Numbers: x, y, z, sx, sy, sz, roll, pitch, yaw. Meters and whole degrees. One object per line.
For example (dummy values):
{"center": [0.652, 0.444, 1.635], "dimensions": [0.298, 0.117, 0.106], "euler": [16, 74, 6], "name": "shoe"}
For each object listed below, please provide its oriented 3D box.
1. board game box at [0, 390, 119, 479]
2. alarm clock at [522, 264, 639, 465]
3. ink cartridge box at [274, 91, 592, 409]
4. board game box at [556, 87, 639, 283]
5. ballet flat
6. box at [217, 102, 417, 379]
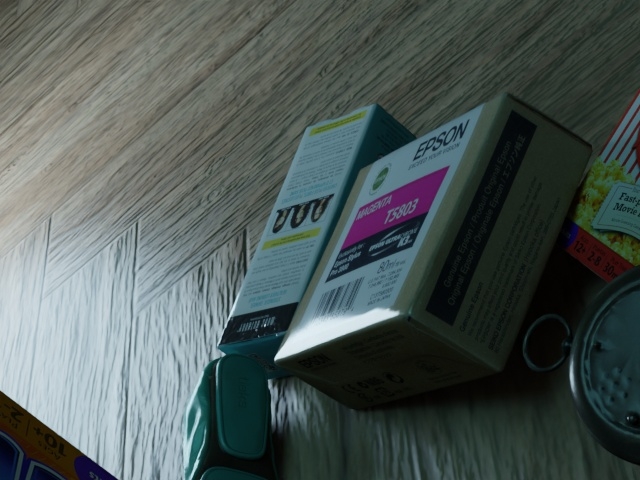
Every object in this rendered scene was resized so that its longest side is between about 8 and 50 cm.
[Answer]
{"center": [-0.398, 0.314, 1.288], "dimensions": [0.356, 0.356, 0.356], "euler": [-43, 21, 16], "name": "board game box"}
{"center": [0.201, 0.075, 1.001], "dimensions": [0.192, 0.064, 0.129], "euler": [7, 80, 46], "name": "alarm clock"}
{"center": [0.079, 0.015, 1.217], "dimensions": [0.235, 0.088, 0.193], "euler": [-27, 35, 61], "name": "ink cartridge box"}
{"center": [0.253, -0.050, 1.101], "dimensions": [0.193, 0.045, 0.147], "euler": [-59, 28, 7], "name": "board game box"}
{"center": [-0.076, 0.202, 1.304], "dimensions": [0.247, 0.083, 0.087], "euler": [-92, 23, -50], "name": "ballet flat"}
{"center": [0.000, 0.000, 1.423], "dimensions": [0.100, 0.060, 0.244], "euler": [-15, 45, 48], "name": "box"}
